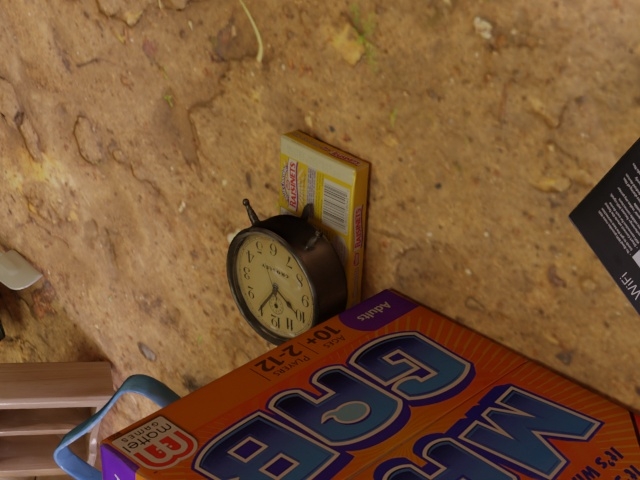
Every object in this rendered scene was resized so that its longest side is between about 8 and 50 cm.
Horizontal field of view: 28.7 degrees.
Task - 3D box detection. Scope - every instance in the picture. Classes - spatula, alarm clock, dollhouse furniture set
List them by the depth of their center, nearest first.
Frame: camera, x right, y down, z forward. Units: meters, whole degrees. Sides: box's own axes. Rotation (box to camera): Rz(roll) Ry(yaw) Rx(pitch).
[{"bbox_3d":[-0.032,0.056,1.260,0.129,0.064,0.192,25,124,37],"label":"alarm clock"},{"bbox_3d":[-0.350,0.387,1.619,0.256,0.362,0.394,110,153,-43],"label":"dollhouse furniture set"},{"bbox_3d":[-0.520,0.049,1.775,0.242,0.168,0.019,32,159,38],"label":"spatula"}]

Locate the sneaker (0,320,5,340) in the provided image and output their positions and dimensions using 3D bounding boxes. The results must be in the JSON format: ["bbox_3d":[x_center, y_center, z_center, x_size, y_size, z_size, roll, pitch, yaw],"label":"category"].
[{"bbox_3d":[-0.553,0.112,1.879,0.262,0.104,0.125,15,138,57],"label":"sneaker"}]

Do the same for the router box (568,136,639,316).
[{"bbox_3d":[0.339,0.025,0.838,0.308,0.081,0.243,58,141,19],"label":"router box"}]

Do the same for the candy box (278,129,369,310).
[{"bbox_3d":[0.000,0.000,1.268,0.105,0.027,0.205,30,129,39],"label":"candy box"}]

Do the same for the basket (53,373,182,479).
[{"bbox_3d":[-0.146,0.281,1.417,0.289,0.201,0.255,36,141,-13],"label":"basket"}]

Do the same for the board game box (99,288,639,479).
[{"bbox_3d":[0.062,0.319,1.106,0.356,0.357,0.356,26,128,37],"label":"board game box"}]
